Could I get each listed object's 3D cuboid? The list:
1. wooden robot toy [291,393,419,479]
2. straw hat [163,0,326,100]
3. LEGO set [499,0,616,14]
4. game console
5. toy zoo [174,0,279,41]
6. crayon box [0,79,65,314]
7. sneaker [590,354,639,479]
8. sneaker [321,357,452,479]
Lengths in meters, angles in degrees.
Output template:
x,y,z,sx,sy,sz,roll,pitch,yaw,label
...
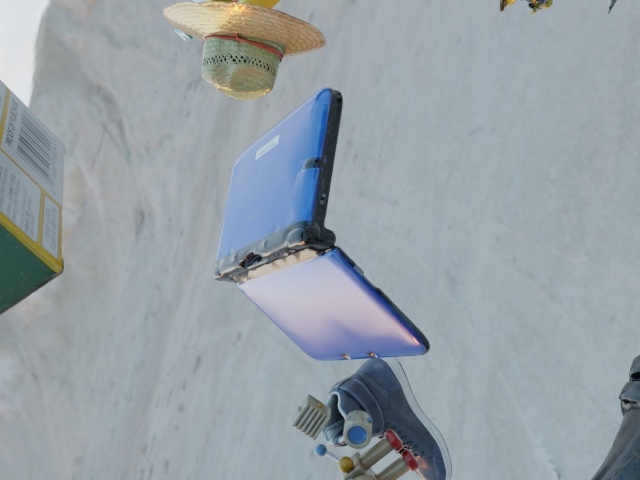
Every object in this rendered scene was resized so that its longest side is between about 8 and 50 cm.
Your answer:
x,y,z,sx,sy,sz,roll,pitch,yaw,label
0.045,0.218,0.706,0.076,0.173,0.079,-39,3,8,wooden robot toy
-0.071,-0.157,0.666,0.144,0.144,0.061,175,104,-77,straw hat
0.318,-0.362,0.781,0.331,0.192,0.255,-57,1,-5,LEGO set
0.000,0.000,0.885,0.293,0.173,0.250,-21,57,62,game console
-0.060,-0.338,0.893,0.293,0.030,0.192,-39,36,15,toy zoo
-0.309,-0.113,0.493,0.083,0.323,0.203,-33,36,5,crayon box
0.229,0.064,0.415,0.341,0.125,0.139,-43,45,-10,sneaker
0.094,0.301,1.140,0.086,0.163,0.226,-35,84,46,sneaker
